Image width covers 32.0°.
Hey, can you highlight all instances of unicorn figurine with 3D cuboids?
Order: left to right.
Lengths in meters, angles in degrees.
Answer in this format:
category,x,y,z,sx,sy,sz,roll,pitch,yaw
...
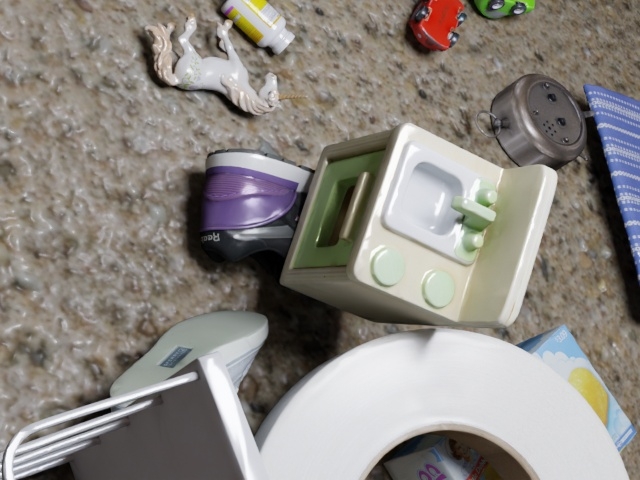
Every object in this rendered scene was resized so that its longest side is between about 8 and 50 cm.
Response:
category,x,y,z,sx,sy,sz,roll,pitch,yaw
unicorn figurine,-0.108,-0.187,1.207,0.162,0.060,0.111,-5,71,-20

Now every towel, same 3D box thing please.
category,x,y,z,sx,sy,sz,roll,pitch,yaw
towel,0.471,-0.041,1.536,0.243,0.040,0.335,12,59,-41

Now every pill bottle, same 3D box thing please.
category,x,y,z,sx,sy,sz,roll,pitch,yaw
pill bottle,-0.070,-0.250,1.268,0.083,0.043,0.043,43,50,-11

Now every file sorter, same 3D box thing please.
category,x,y,z,sx,sy,sz,roll,pitch,yaw
file sorter,-0.167,0.230,0.805,0.173,0.278,0.192,-15,77,-37

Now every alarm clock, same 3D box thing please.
category,x,y,z,sx,sy,sz,roll,pitch,yaw
alarm clock,0.275,-0.154,1.458,0.192,0.064,0.129,-7,72,-34

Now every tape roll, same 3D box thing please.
category,x,y,z,sx,sy,sz,roll,pitch,yaw
tape roll,0.109,0.277,1.031,0.392,0.072,0.391,4,76,-16

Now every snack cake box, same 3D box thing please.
category,x,y,z,sx,sy,sz,roll,pitch,yaw
snack cake box,0.210,0.223,1.201,0.264,0.089,0.152,-34,90,-41

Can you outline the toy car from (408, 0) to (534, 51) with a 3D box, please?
category,x,y,z,sx,sy,sz,roll,pitch,yaw
toy car,0.190,-0.336,1.492,0.225,0.053,0.239,6,65,-34

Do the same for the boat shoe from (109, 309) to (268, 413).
category,x,y,z,sx,sy,sz,roll,pitch,yaw
boat shoe,-0.117,0.132,1.022,0.227,0.079,0.081,-37,132,-59

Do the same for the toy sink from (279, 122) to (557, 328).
category,x,y,z,sx,sy,sz,roll,pitch,yaw
toy sink,0.079,-0.012,1.029,0.131,0.234,0.152,23,78,-25

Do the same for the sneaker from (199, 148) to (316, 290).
category,x,y,z,sx,sy,sz,roll,pitch,yaw
sneaker,0.000,0.000,1.174,0.283,0.107,0.124,13,76,-26
